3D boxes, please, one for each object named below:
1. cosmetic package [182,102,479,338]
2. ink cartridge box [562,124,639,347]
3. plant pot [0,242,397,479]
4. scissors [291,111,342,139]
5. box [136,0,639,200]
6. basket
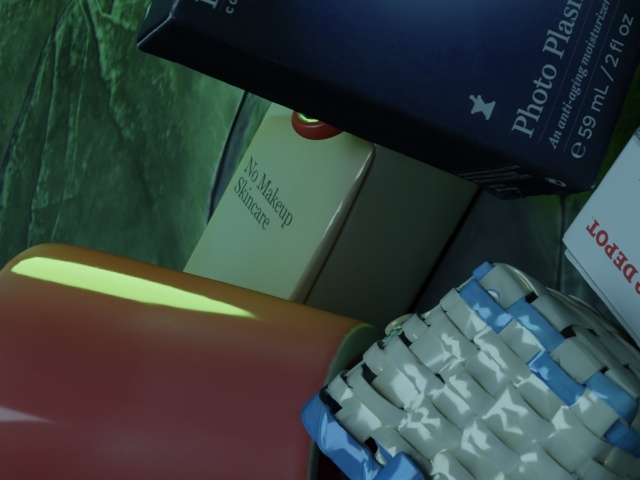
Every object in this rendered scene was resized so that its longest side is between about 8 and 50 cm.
[{"bbox_3d":[0.000,0.000,1.407,0.309,0.113,0.160,-63,36,17],"label":"cosmetic package"},{"bbox_3d":[0.264,-0.030,1.064,0.219,0.092,0.160,-58,37,23],"label":"ink cartridge box"},{"bbox_3d":[-0.087,0.142,1.232,0.243,0.275,0.275,3,77,19],"label":"plant pot"},{"bbox_3d":[0.085,-0.178,1.322,0.297,0.021,0.109,-38,39,-11],"label":"scissors"},{"bbox_3d":[0.071,-0.214,1.177,0.183,0.294,0.296,178,112,-79],"label":"box"},{"bbox_3d":[0.087,0.164,1.095,0.201,0.255,0.289,39,97,26],"label":"basket"}]
